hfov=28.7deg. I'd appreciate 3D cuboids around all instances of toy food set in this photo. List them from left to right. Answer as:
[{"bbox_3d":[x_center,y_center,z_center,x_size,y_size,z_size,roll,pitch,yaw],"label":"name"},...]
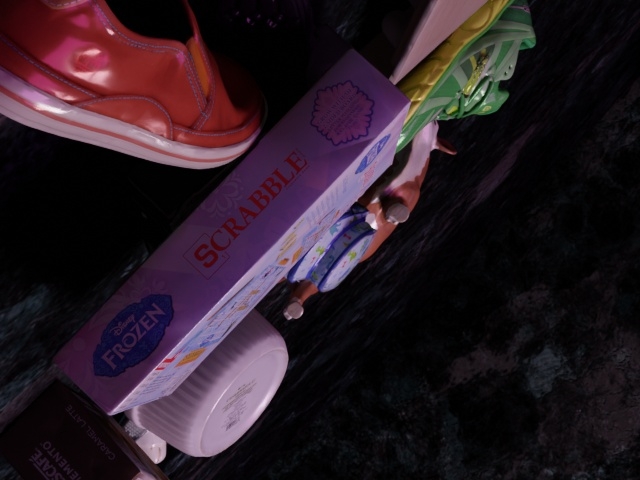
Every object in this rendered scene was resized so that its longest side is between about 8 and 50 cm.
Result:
[{"bbox_3d":[0.133,-0.285,1.184,0.220,0.092,0.306,-43,175,-17],"label":"toy food set"}]

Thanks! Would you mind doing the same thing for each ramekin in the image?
[{"bbox_3d":[-0.132,0.167,1.534,0.207,0.109,0.207,-46,158,-24],"label":"ramekin"}]

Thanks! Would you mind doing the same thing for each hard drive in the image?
[{"bbox_3d":[-0.070,-0.054,1.249,0.237,0.064,0.339,-43,166,-16],"label":"hard drive"}]

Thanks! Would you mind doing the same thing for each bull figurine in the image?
[{"bbox_3d":[0.044,-0.035,1.527,0.310,0.101,0.188,-48,-179,20],"label":"bull figurine"}]

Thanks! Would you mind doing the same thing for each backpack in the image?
[{"bbox_3d":[0.000,0.000,1.303,0.105,0.084,0.114,-54,163,18],"label":"backpack"}]

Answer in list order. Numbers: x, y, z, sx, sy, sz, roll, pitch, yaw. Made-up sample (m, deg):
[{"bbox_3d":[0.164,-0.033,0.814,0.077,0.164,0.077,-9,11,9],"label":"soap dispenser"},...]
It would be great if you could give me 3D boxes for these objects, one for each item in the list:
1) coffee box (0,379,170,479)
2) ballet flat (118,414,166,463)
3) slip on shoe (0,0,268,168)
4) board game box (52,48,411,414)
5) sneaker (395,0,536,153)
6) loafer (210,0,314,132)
[{"bbox_3d":[-0.258,0.258,1.419,0.098,0.141,0.246,-44,166,-9],"label":"coffee box"},{"bbox_3d":[-0.253,0.281,1.635,0.221,0.079,0.077,-49,166,8],"label":"ballet flat"},{"bbox_3d":[-0.112,-0.120,0.811,0.101,0.123,0.331,-53,161,12],"label":"slip on shoe"},{"bbox_3d":[-0.062,0.004,1.057,0.318,0.066,0.319,-46,177,-3],"label":"board game box"},{"bbox_3d":[0.147,-0.174,1.356,0.295,0.123,0.109,-45,-154,-26],"label":"sneaker"},{"bbox_3d":[-0.043,-0.170,0.993,0.223,0.076,0.078,89,10,-63],"label":"loafer"}]
